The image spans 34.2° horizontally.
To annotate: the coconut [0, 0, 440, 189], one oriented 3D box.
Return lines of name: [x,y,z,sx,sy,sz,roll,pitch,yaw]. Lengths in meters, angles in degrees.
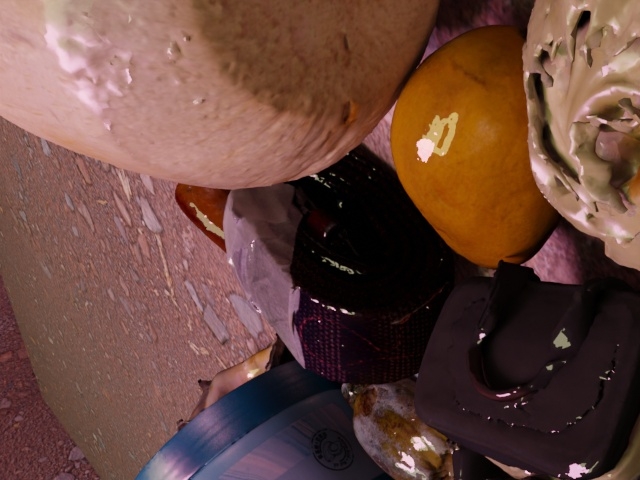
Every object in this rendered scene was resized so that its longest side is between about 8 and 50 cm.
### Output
coconut: [-0.115,-0.224,0.840,0.415,0.415,0.345,27,109,50]

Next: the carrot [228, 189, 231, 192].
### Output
carrot: [-0.107,-0.119,1.223,0.070,0.070,0.260,32,161,46]

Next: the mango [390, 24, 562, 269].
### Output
mango: [0.131,-0.064,0.822,0.109,0.147,0.227,-109,6,-47]

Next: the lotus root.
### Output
lotus root: [0.096,0.219,1.230,0.192,0.088,0.113,35,113,42]

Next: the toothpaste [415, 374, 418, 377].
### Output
toothpaste: [0.159,0.166,1.119,0.268,0.047,0.069,44,163,39]

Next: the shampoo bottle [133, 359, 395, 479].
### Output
shampoo bottle: [-0.025,0.388,1.351,0.343,0.331,0.331,50,153,20]

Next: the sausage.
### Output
sausage: [-0.074,0.010,1.338,0.302,0.076,0.103,41,175,32]

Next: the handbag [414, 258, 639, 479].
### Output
handbag: [0.194,0.125,0.805,0.181,0.181,0.254,27,170,-25]

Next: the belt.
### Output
belt: [0.014,0.023,1.085,0.289,0.184,0.164,48,157,38]

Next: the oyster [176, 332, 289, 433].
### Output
oyster: [-0.110,0.220,1.514,0.275,0.271,0.100,-33,85,32]

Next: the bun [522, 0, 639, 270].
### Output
bun: [0.216,-0.086,0.632,0.259,0.152,0.259,44,152,31]
